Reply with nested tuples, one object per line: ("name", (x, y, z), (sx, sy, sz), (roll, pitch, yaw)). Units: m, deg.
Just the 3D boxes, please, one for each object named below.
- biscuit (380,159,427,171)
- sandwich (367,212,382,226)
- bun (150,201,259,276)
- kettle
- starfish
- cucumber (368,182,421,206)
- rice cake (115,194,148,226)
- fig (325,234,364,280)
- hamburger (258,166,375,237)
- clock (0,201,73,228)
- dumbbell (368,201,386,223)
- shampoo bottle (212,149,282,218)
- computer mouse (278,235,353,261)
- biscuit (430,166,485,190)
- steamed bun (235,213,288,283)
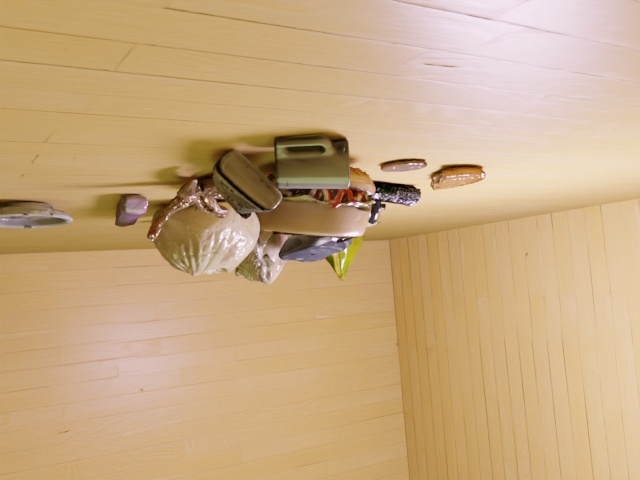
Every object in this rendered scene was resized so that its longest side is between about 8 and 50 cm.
("biscuit", (0.207, -0.184, 1.642), (0.120, 0.015, 0.120), (-5, 177, 0))
("sandwich", (0.032, -0.089, 2.234), (0.271, 0.099, 0.301), (-13, 168, 41))
("bun", (-0.367, -0.001, 2.117), (0.348, 0.228, 0.352), (-3, 178, -45))
("kettle", (-0.016, -0.151, 1.308), (0.147, 0.098, 0.127), (-1, -179, -2))
("starfish", (-0.297, -0.100, 1.670), (0.326, 0.095, 0.375), (-25, 170, 9))
("cucumber", (0.205, -0.141, 1.966), (0.067, 0.067, 0.245), (-8, 172, 43))
("rice cake", (-0.563, -0.084, 1.941), (0.072, 0.056, 0.365), (-1, 174, -22))
("fig", (0.074, 0.022, 2.587), (0.205, 0.275, 0.206), (-6, 177, 0))
("hamburger", (-0.013, -0.095, 1.586), (0.301, 0.171, 0.302), (3, -179, 0))
("clock", (-0.809, -0.073, 1.825), (0.236, 0.053, 0.236), (-5, 174, -1))
("dumbbell", (0.075, -0.109, 2.022), (0.254, 0.110, 0.110), (3, 175, -6))
("shampoo bottle", (-0.172, -0.107, 1.453), (0.153, 0.071, 0.284), (41, 169, -5))
("computer mouse", (0.000, 0.000, 2.191), (0.167, 0.090, 0.379), (8, 164, -41))
("biscuit", (0.382, -0.176, 1.829), (0.144, 0.033, 0.224), (-7, 176, 2))
("steamed bun", (-0.236, 0.001, 2.451), (0.280, 0.268, 0.207), (10, -138, 43))
